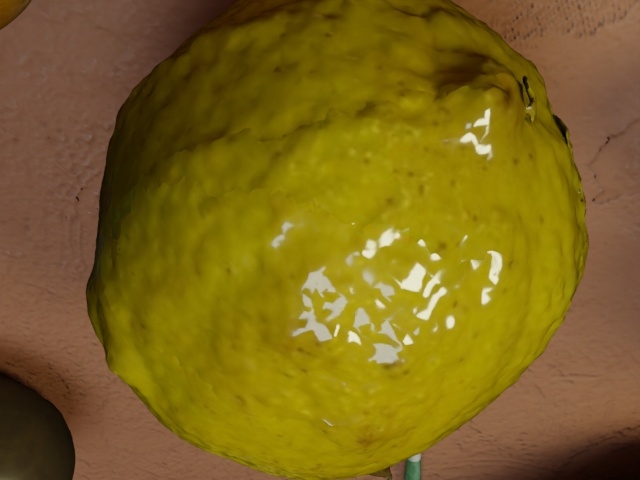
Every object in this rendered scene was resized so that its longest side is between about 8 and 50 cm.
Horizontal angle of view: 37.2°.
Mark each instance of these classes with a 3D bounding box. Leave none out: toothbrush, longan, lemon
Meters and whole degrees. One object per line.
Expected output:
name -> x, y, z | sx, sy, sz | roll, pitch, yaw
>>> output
toothbrush -> 0.088, 0.214, 0.891 | 0.018, 0.024, 0.257 | 3, 135, 5
longan -> -0.308, 0.199, 0.836 | 0.189, 0.189, 0.189 | 4, 134, 4
lemon -> 0.000, 0.000, 0.542 | 0.268, 0.268, 0.322 | 31, 132, -20

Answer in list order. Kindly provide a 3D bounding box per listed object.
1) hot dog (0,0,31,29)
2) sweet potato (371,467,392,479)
hot dog -> -0.159, -0.232, 0.439 | 0.158, 0.117, 0.349 | 32, 129, -21
sweet potato -> 0.026, 0.194, 0.880 | 0.115, 0.026, 0.026 | 34, 129, -19
